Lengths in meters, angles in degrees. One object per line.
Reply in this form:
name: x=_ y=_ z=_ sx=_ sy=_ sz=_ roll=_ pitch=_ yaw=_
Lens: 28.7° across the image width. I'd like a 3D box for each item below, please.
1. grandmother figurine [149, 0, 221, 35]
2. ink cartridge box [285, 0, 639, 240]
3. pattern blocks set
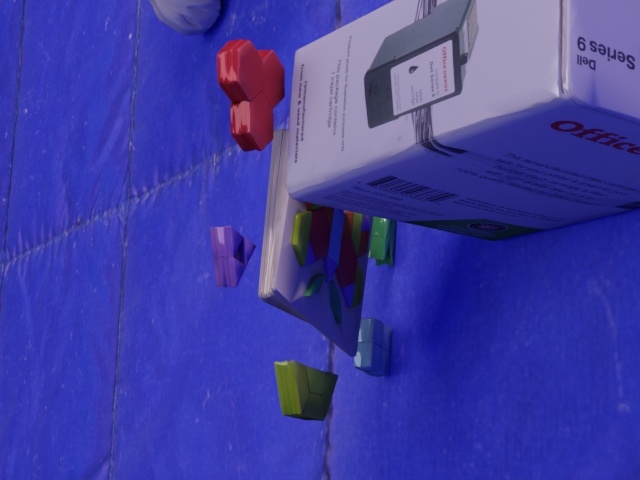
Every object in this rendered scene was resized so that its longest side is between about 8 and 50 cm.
grandmother figurine: x=-0.165 y=-0.419 z=1.547 sx=0.208 sy=0.104 sz=0.342 roll=113 pitch=155 yaw=-74
ink cartridge box: x=0.142 y=-0.092 z=0.861 sx=0.289 sy=0.211 sz=0.122 roll=-15 pitch=67 yaw=54
pattern blocks set: x=0.000 y=0.000 z=0.999 sx=0.026 sy=0.325 sz=0.286 roll=-1 pitch=83 yaw=23
